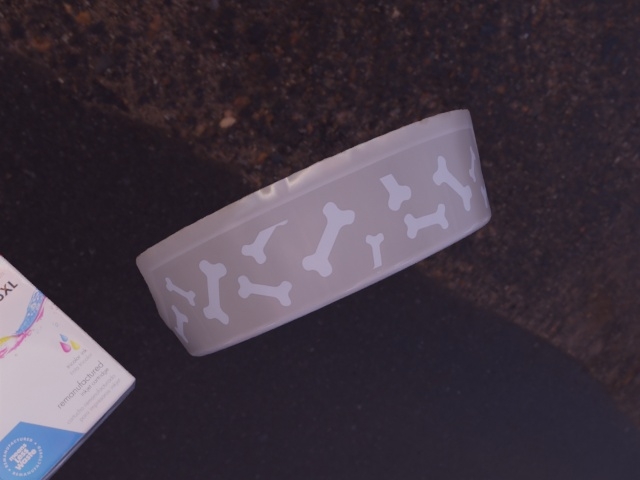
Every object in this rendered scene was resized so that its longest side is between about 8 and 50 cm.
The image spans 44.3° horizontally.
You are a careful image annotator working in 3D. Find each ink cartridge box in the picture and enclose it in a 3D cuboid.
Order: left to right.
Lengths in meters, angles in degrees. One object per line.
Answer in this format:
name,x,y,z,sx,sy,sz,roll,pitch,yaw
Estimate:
ink cartridge box,-0.291,0.097,0.688,0.134,0.231,0.078,-48,179,-19

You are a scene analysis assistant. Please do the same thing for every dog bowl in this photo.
dog bowl,0.000,0.000,0.740,0.349,0.102,0.349,-24,179,-1
